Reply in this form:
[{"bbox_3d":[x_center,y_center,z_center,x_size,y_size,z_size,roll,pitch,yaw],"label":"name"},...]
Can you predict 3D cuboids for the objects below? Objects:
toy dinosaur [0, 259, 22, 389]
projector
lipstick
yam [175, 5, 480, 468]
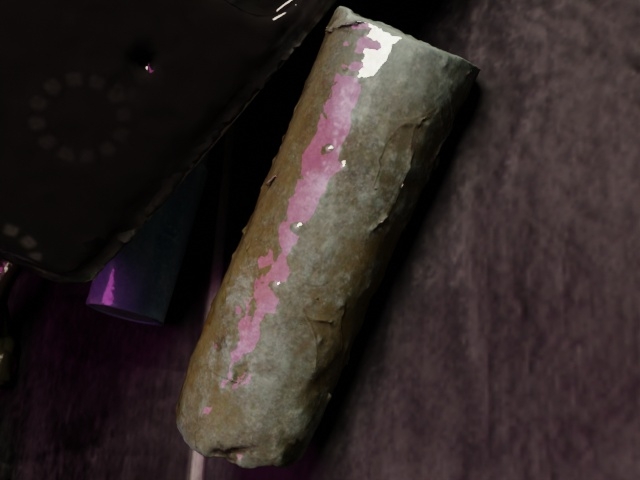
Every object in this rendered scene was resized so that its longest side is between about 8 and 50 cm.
[{"bbox_3d":[-0.346,0.059,0.789,0.187,0.087,0.179,-22,61,37],"label":"toy dinosaur"},{"bbox_3d":[-0.160,-0.247,0.547,0.395,0.242,0.405,-47,36,16],"label":"projector"},{"bbox_3d":[-0.112,-0.074,0.621,0.068,0.061,0.274,-20,54,64],"label":"lipstick"},{"bbox_3d":[0.000,0.000,0.457,0.093,0.093,0.259,28,97,47],"label":"yam"}]
